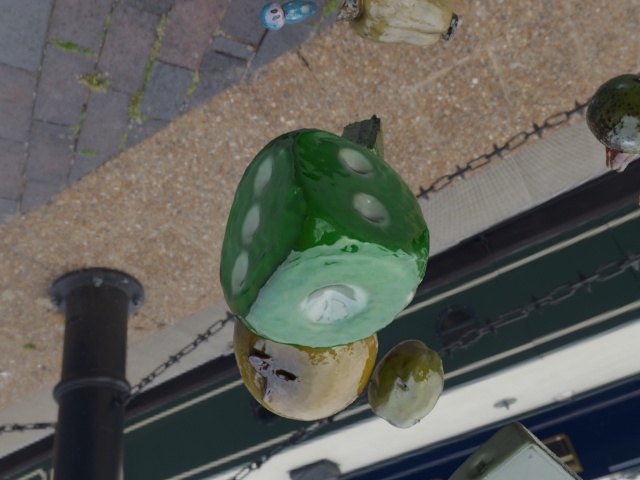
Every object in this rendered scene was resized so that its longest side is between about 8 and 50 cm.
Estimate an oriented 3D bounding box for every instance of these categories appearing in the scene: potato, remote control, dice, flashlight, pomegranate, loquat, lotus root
[{"bbox_3d":[0.197,0.328,1.362,0.154,0.137,0.200,34,109,5],"label":"potato"},{"bbox_3d":[0.258,0.315,0.654,0.285,0.038,0.123,40,98,-21],"label":"remote control"},{"bbox_3d":[0.000,0.000,1.078,0.287,0.300,0.297,14,131,-26],"label":"dice"},{"bbox_3d":[-0.062,-0.441,1.153,0.129,0.051,0.051,-32,158,-39],"label":"flashlight"},{"bbox_3d":[0.738,-0.272,1.423,0.214,0.214,0.248,-9,134,-7],"label":"pomegranate"},{"bbox_3d":[-0.019,0.219,1.336,0.328,0.328,0.359,-45,168,34],"label":"loquat"},{"bbox_3d":[0.146,-0.451,1.161,0.256,0.140,0.154,7,164,-24],"label":"lotus root"}]

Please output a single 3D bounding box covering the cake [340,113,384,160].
[{"bbox_3d":[0.092,-0.198,1.335,0.100,0.235,0.099,-10,116,14],"label":"cake"}]
